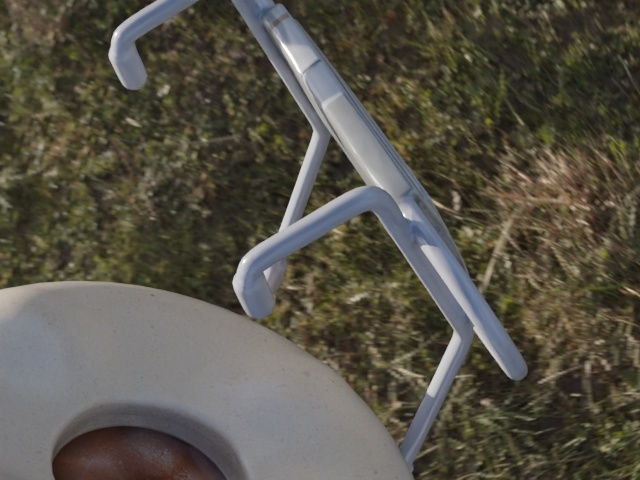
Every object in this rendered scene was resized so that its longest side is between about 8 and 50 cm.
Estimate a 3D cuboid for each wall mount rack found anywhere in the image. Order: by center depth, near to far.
[{"bbox_3d":[0.000,0.000,0.783,0.130,0.304,0.350,-33,53,1],"label":"wall mount rack"}]

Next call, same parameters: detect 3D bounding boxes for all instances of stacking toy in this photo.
[{"bbox_3d":[-0.164,0.298,0.812,0.350,0.350,0.480,35,122,21],"label":"stacking toy"}]
